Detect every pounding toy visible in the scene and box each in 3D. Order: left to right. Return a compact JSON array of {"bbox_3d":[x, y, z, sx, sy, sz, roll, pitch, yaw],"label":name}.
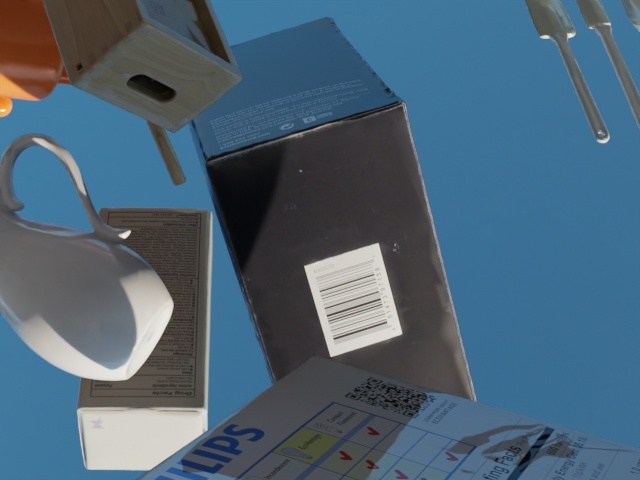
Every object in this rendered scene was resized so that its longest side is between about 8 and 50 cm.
[{"bbox_3d":[-0.129,-0.134,0.971,0.100,0.141,0.130,-35,-122,21],"label":"pounding toy"}]

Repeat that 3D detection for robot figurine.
[{"bbox_3d":[-0.354,-0.218,1.425,0.158,0.219,0.128,-41,-126,50],"label":"robot figurine"}]

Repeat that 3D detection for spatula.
[{"bbox_3d":[0.333,-0.206,1.496,0.168,0.019,0.242,-3,-127,-17],"label":"spatula"}]

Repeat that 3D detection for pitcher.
[{"bbox_3d":[-0.231,0.017,1.226,0.207,0.125,0.177,31,-83,6],"label":"pitcher"}]

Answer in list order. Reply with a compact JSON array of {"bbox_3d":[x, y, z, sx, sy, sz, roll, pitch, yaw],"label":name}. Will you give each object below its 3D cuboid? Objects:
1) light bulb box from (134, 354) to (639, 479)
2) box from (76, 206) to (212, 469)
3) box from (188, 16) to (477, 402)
[{"bbox_3d":[0.075,0.269,0.913,0.361,0.358,0.225,14,-73,20],"label":"light bulb box"},{"bbox_3d":[-0.201,0.111,1.587,0.148,0.121,0.311,2,-133,-3],"label":"box"},{"bbox_3d":[0.000,0.000,1.301,0.179,0.343,0.312,-17,-156,-3],"label":"box"}]
